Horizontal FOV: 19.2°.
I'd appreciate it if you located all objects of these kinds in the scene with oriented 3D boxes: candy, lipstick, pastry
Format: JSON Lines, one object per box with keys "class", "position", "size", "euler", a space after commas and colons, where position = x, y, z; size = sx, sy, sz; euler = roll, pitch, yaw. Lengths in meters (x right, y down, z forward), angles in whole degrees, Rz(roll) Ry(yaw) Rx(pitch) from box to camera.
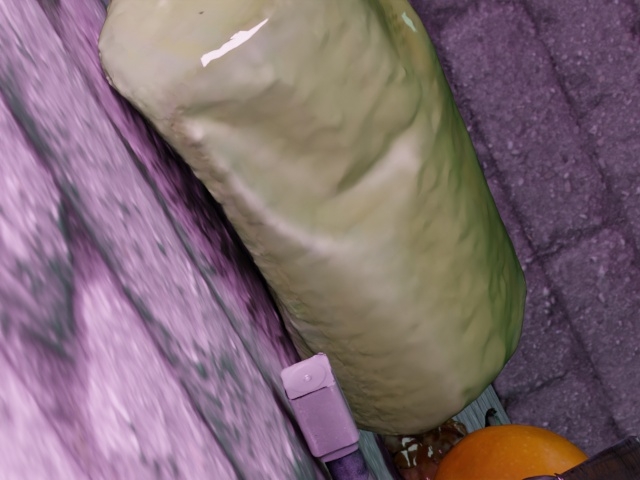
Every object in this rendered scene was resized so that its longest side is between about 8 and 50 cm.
{"class": "candy", "position": [0.010, -0.029, 0.973], "size": [0.343, 0.142, 0.132], "euler": [57, 21, -49]}
{"class": "lipstick", "position": [0.009, 0.103, 0.931], "size": [0.025, 0.025, 0.107], "euler": [-110, 178, -51]}
{"class": "pastry", "position": [0.099, 0.181, 1.238], "size": [0.169, 0.063, 0.087], "euler": [65, 7, 6]}

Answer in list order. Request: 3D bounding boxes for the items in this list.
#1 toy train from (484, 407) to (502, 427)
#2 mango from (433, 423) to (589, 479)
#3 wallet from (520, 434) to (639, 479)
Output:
{"class": "toy train", "position": [0.119, 0.193, 1.400], "size": [0.176, 0.074, 0.118], "euler": [64, 11, -75]}
{"class": "mango", "position": [0.131, 0.208, 1.048], "size": [0.099, 0.136, 0.227], "euler": [-2, 56, -46]}
{"class": "wallet", "position": [0.118, 0.192, 0.865], "size": [0.317, 0.044, 0.169], "euler": [-8, 73, -61]}
